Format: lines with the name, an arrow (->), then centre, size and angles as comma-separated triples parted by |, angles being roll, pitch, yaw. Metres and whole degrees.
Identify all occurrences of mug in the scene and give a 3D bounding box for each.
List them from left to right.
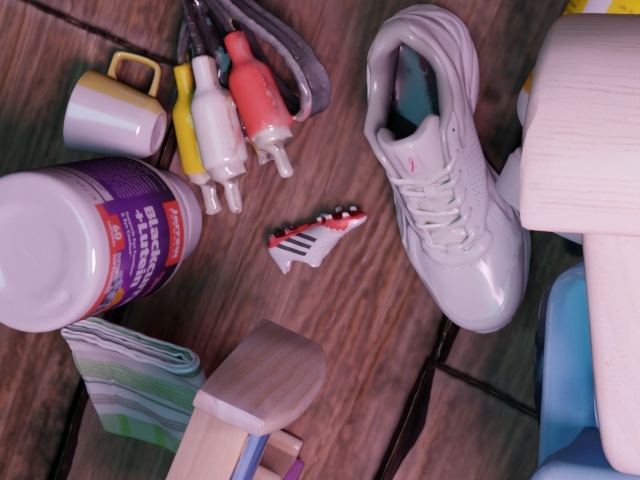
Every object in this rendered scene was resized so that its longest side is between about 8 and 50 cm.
mug -> -0.149, -0.096, 1.096 | 0.064, 0.062, 0.078 | 17, 109, 9

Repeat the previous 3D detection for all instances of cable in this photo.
cable -> -0.087, -0.164, 1.045 | 0.139, 0.072, 0.287 | -23, 92, 46

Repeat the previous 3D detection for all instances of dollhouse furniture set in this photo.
dollhouse furniture set -> 0.058, 0.204, 0.953 | 0.303, 0.286, 0.198 | 25, 110, 6

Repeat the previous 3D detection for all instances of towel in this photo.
towel -> -0.129, 0.115, 1.085 | 0.113, 0.023, 0.152 | 18, 146, 19

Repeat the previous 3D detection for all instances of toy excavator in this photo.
toy excavator -> 0.196, 0.100, 0.788 | 0.222, 0.445, 0.432 | 4, 99, 19

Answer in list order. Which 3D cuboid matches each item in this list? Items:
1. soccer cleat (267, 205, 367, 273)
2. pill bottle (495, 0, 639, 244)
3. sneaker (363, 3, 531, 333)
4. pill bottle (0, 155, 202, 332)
soccer cleat -> 0.000, 0.000, 1.071 | 0.083, 0.029, 0.035 | -18, 99, 24
pill bottle -> 0.198, -0.103, 0.936 | 0.118, 0.117, 0.208 | 31, 106, 14
sneaker -> 0.073, -0.044, 0.990 | 0.090, 0.115, 0.232 | -18, 91, 21
pill bottle -> -0.159, -0.004, 1.038 | 0.108, 0.193, 0.108 | 3, 99, 19
